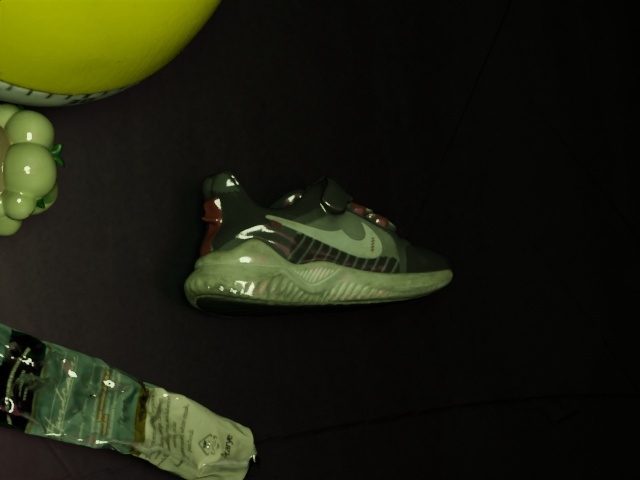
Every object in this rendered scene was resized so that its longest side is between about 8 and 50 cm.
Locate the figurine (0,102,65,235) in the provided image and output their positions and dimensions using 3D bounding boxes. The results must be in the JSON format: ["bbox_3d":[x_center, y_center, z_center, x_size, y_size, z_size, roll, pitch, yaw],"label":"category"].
[{"bbox_3d":[-0.267,-0.045,0.944,0.197,0.093,0.147,-6,75,-30],"label":"figurine"}]

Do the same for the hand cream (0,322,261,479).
[{"bbox_3d":[-0.153,0.129,1.038,0.247,0.052,0.075,21,54,-22],"label":"hand cream"}]

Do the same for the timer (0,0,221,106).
[{"bbox_3d":[-0.153,-0.237,0.893,0.285,0.285,0.285,2,87,-30],"label":"timer"}]

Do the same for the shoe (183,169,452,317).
[{"bbox_3d":[0.000,0.000,1.103,0.227,0.099,0.112,-3,82,-30],"label":"shoe"}]
